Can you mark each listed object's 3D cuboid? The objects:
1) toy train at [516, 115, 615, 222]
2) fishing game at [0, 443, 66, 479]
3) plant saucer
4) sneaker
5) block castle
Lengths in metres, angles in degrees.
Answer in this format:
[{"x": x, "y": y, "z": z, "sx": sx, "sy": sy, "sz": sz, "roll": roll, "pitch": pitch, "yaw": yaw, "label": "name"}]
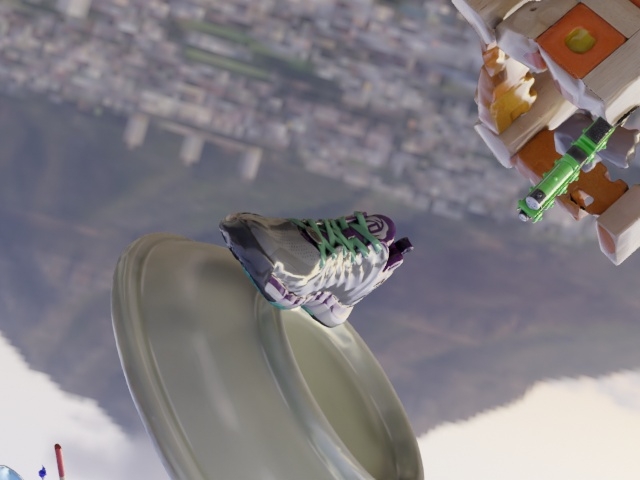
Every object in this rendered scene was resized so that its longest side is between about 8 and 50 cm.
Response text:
[{"x": 0.143, "y": -0.042, "z": 1.110, "sx": 0.017, "sy": 0.083, "sz": 0.024, "roll": 40, "pitch": 153, "yaw": 7, "label": "toy train"}, {"x": -0.381, "y": 0.281, "z": 1.927, "sx": 0.264, "sy": 0.189, "sz": 0.041, "roll": -15, "pitch": -135, "yaw": -14, "label": "fishing game"}, {"x": -0.012, "y": 0.147, "z": 1.563, "sx": 0.400, "sy": 0.100, "sz": 0.400, "roll": 51, "pitch": -162, "yaw": -23, "label": "plant saucer"}, {"x": 0.000, "y": 0.000, "z": 1.426, "sx": 0.083, "sy": 0.098, "sz": 0.223, "roll": 56, "pitch": -171, "yaw": 16, "label": "sneaker"}, {"x": 0.332, "y": -0.090, "z": 1.569, "sx": 0.453, "sy": 0.213, "sz": 0.303, "roll": 44, "pitch": 168, "yaw": 27, "label": "block castle"}]
